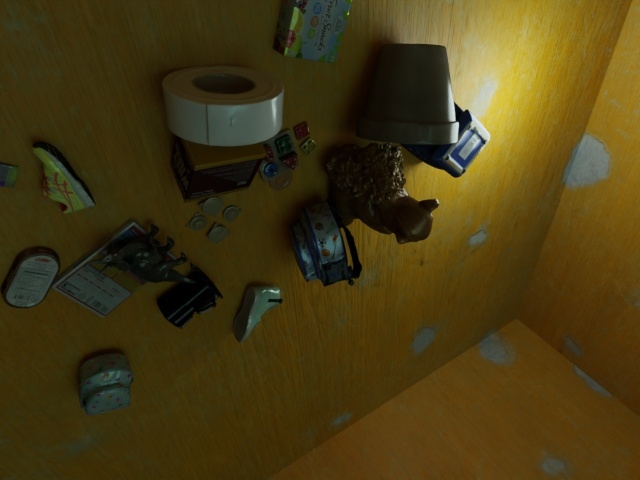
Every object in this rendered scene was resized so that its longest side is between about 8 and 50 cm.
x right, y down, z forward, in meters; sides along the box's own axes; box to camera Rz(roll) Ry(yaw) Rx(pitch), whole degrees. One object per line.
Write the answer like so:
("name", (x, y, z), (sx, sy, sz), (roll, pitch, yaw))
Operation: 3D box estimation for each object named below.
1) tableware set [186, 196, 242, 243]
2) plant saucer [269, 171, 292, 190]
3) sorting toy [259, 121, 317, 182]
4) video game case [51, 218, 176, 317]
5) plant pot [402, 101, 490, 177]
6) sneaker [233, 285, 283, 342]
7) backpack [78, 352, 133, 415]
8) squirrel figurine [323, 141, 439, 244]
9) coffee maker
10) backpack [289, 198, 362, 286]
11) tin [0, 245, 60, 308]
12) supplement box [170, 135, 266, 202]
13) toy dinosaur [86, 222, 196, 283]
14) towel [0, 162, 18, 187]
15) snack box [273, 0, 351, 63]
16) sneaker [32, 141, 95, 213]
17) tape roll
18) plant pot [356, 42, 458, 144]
("tableware set", (-0.331, -0.066, 1.471), (0.141, 0.020, 0.169), (-48, 141, 8))
("plant saucer", (-0.128, -0.199, 1.530), (0.084, 0.013, 0.083), (-22, 136, -24))
("sorting toy", (-0.121, -0.260, 1.448), (0.275, 0.046, 0.132), (-30, 132, -18))
("video game case", (-0.598, 0.088, 1.377), (0.285, 0.025, 0.204), (-39, 139, -5))
("plant pot", (0.464, -0.378, 1.713), (0.236, 0.212, 0.235), (23, 107, -46))
("sneaker", (-0.234, 0.284, 1.789), (0.151, 0.094, 0.255), (0, 124, -43))
("backpack", (-0.698, 0.466, 1.525), (0.166, 0.144, 0.188), (-2, 122, -32))
("squirrel figurine", (0.202, -0.147, 1.568), (0.281, 0.370, 0.397), (-42, 139, -2))
("coffee maker", (-0.441, 0.180, 1.532), (0.178, 0.120, 0.171), (-39, 116, -8))
("backpack", (0.000, 0.000, 1.638), (0.213, 0.276, 0.263), (-14, 129, -13))
("tin", (-0.767, 0.101, 1.243), (0.106, 0.040, 0.189), (17, 111, -50))
("supplement box", (-0.277, -0.216, 1.242), (0.192, 0.129, 0.194), (-17, 165, -29))
("toy dinosaur", (-0.494, 0.057, 1.354), (0.160, 0.121, 0.313), (-37, 145, 9))
("towel", (-0.743, -0.153, 1.068), (0.083, 0.009, 0.060), (8, 117, -44))
("snack box", (-0.017, -0.594, 1.246), (0.175, 0.070, 0.207), (-6, 127, -36))
("sneaker", (-0.631, -0.139, 1.118), (0.094, 0.081, 0.208), (-30, 138, -13))
("tape roll", (-0.231, -0.331, 1.127), (0.286, 0.286, 0.100), (-16, 132, -29))
("plant pot", (0.279, -0.456, 1.455), (0.324, 0.323, 0.280), (-11, 114, -33))
